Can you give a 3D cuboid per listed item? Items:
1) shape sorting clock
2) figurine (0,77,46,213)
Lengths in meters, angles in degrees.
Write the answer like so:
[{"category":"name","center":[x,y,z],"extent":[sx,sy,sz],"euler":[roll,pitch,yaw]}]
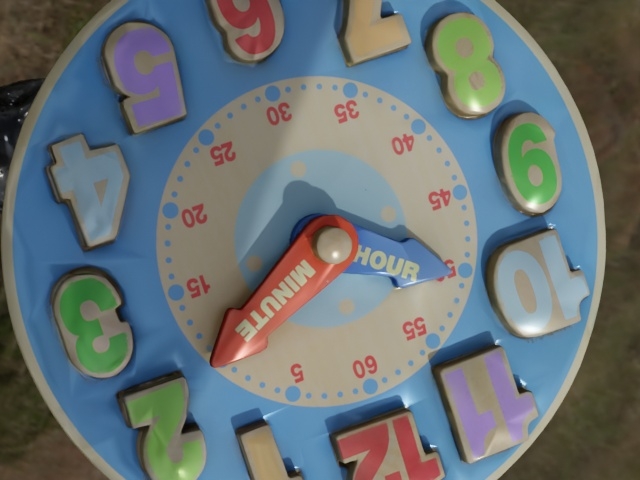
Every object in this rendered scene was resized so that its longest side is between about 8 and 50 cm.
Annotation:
[{"category":"shape sorting clock","center":[0.000,0.000,0.448],"extent":[0.206,0.040,0.206],"euler":[-1,93,-15]},{"category":"figurine","center":[-0.224,-0.112,0.739],"extent":[0.092,0.209,0.215],"euler":[-6,94,-57]}]
